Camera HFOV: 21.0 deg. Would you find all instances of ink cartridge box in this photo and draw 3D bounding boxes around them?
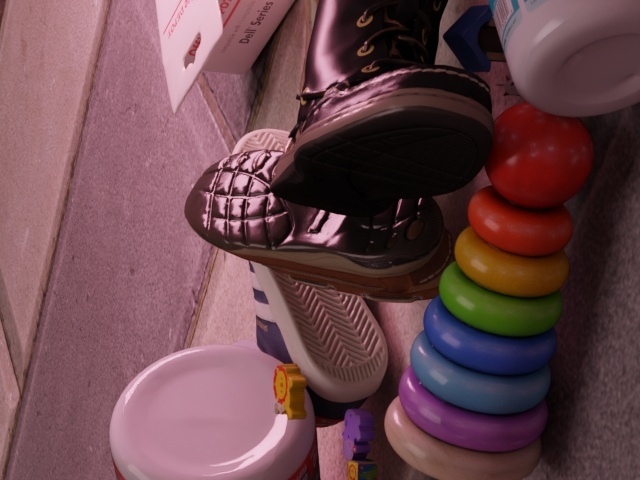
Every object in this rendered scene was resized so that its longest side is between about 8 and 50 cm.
[{"bbox_3d":[-0.123,-0.348,2.150,0.207,0.119,0.353,131,137,-54],"label":"ink cartridge box"}]

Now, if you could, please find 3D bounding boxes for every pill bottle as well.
[{"bbox_3d":[-0.099,0.302,1.839,0.210,0.210,0.363,-114,14,-45],"label":"pill bottle"},{"bbox_3d":[0.195,-0.241,1.376,0.146,0.146,0.264,124,141,-51],"label":"pill bottle"}]

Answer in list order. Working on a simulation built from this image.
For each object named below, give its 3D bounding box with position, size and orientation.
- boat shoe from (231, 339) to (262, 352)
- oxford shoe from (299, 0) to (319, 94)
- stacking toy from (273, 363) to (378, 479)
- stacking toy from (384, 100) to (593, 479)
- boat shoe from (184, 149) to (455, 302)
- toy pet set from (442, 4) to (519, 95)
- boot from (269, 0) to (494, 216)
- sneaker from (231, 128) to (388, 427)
[{"bbox_3d":[-0.072,0.164,2.094,0.142,0.049,0.040,-136,33,-62],"label":"boat shoe"},{"bbox_3d":[0.016,-0.209,1.791,0.130,0.123,0.348,-26,64,51],"label":"oxford shoe"},{"bbox_3d":[0.034,0.230,1.682,0.052,0.167,0.221,-179,90,-66],"label":"stacking toy"},{"bbox_3d":[0.152,0.037,1.455,0.141,0.141,0.330,-129,46,-57],"label":"stacking toy"},{"bbox_3d":[0.000,0.000,1.730,0.324,0.120,0.122,16,64,41],"label":"boat shoe"},{"bbox_3d":[0.164,-0.190,1.545,0.114,0.065,0.122,-167,80,-66],"label":"toy pet set"},{"bbox_3d":[0.067,-0.179,1.495,0.377,0.138,0.284,148,137,-75],"label":"boot"},{"bbox_3d":[-0.032,0.046,1.886,0.148,0.131,0.350,112,148,-53],"label":"sneaker"}]
